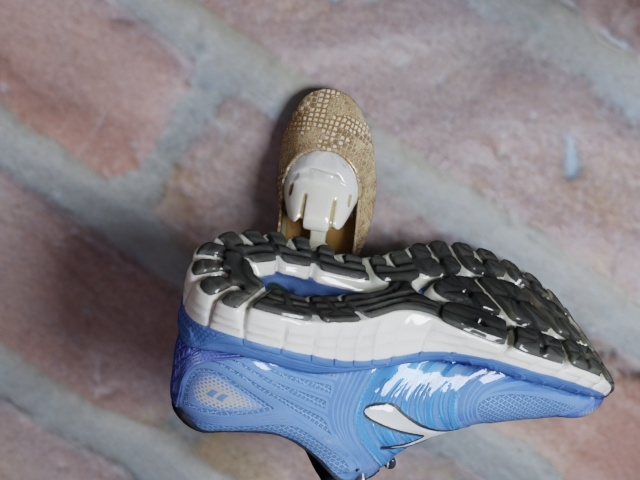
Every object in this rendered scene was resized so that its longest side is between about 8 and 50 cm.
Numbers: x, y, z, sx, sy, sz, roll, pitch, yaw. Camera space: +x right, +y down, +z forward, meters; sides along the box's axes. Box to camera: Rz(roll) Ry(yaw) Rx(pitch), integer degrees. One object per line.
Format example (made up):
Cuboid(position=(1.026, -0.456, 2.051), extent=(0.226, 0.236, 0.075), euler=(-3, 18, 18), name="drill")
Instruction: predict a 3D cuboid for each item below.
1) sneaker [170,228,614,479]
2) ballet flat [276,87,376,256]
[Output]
Cuboid(position=(0.046, 0.086, 1.175), extent=(0.330, 0.130, 0.147), euler=(8, 122, -25), name="sneaker")
Cuboid(position=(0.000, 0.000, 1.208), extent=(0.073, 0.067, 0.206), euler=(4, 106, 2), name="ballet flat")
